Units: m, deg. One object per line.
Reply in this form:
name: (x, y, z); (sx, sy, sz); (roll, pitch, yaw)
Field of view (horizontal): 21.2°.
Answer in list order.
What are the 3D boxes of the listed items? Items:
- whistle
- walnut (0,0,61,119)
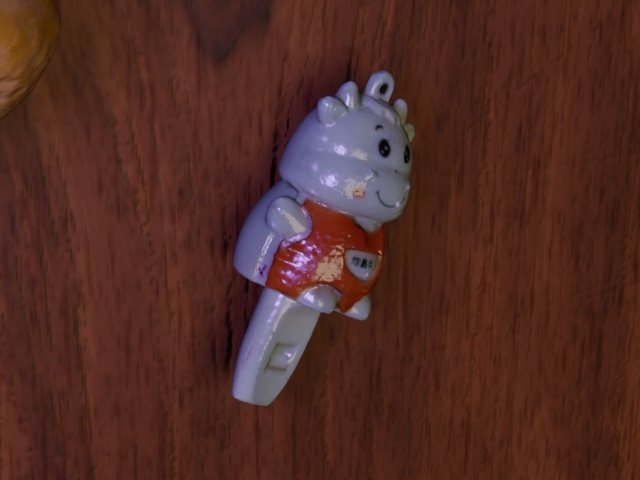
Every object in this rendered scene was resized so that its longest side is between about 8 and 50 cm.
whistle: (-0.002, -0.001, 1.199); (0.102, 0.106, 0.253); (22, 98, -20)
walnut: (-0.242, -0.115, 0.975); (0.180, 0.144, 0.144); (-37, 126, -9)
